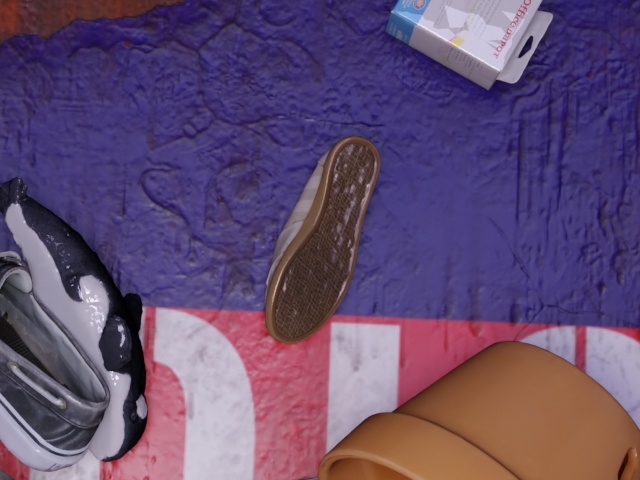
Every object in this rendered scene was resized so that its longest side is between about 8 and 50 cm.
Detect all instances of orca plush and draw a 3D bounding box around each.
[{"bbox_3d":[-0.229,0.071,1.823,0.151,0.102,0.287,-45,72,37],"label":"orca plush"}]

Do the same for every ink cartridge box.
[{"bbox_3d":[0.151,-0.222,1.862,0.143,0.090,0.092,30,82,1],"label":"ink cartridge box"}]

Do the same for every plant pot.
[{"bbox_3d":[0.170,0.230,1.715,0.291,0.291,0.203,42,66,4],"label":"plant pot"}]

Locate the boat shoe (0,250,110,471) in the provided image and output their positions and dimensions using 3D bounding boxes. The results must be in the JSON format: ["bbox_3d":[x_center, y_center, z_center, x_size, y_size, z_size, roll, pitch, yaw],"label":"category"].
[{"bbox_3d":[-0.314,0.061,1.761,0.335,0.121,0.119,47,121,8],"label":"boat shoe"}]

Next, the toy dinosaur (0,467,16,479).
[{"bbox_3d":[-0.368,0.181,1.780,0.118,0.064,0.268,-44,71,18],"label":"toy dinosaur"}]

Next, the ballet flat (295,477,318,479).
[{"bbox_3d":[0.012,0.248,1.812,0.114,0.041,0.041,-9,82,-4],"label":"ballet flat"}]

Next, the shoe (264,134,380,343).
[{"bbox_3d":[0.000,0.000,1.845,0.076,0.058,0.219,25,85,-19],"label":"shoe"}]
